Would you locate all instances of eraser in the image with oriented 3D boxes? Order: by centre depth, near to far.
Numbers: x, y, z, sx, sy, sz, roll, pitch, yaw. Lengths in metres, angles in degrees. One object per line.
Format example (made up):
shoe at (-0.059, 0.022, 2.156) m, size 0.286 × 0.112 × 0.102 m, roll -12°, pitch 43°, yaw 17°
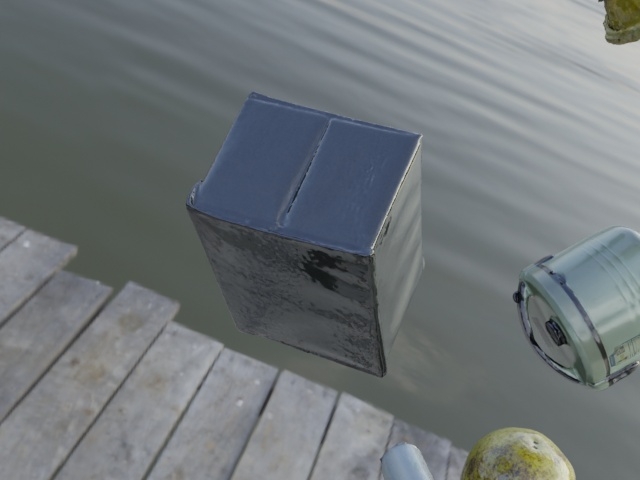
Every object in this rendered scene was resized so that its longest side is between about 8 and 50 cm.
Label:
eraser at (0.172, 0.458, 1.354) m, size 0.081 × 0.174 × 0.227 m, roll -19°, pitch 27°, yaw -3°

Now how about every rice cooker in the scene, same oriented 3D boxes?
rice cooker at (0.442, 0.109, 1.358) m, size 0.244 × 0.226 × 0.226 m, roll -29°, pitch 46°, yaw -5°

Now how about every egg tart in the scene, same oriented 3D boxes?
egg tart at (0.444, -0.348, 1.137) m, size 0.074 × 0.191 × 0.191 m, roll 40°, pitch 27°, yaw -14°

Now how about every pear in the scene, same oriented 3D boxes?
pear at (0.337, 0.426, 1.489) m, size 0.197 × 0.197 × 0.197 m, roll 17°, pitch 30°, yaw -10°

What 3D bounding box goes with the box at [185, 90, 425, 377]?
box at (-0.001, 0.001, 1.182) m, size 0.251 × 0.345 × 0.204 m, roll 16°, pitch 61°, yaw 16°
